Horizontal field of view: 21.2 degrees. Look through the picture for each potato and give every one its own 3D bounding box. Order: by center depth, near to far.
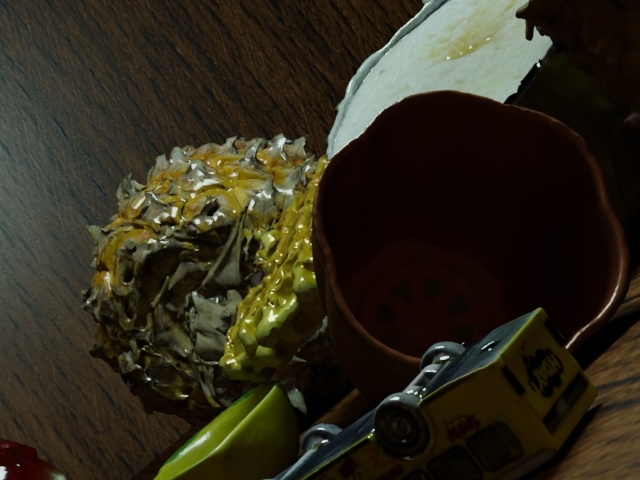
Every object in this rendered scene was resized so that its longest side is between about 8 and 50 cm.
[{"bbox_3d":[0.153,-0.077,1.291,0.246,0.196,0.299,-12,37,45],"label":"potato"}]

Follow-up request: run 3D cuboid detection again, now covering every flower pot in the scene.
[{"bbox_3d":[0.078,0.024,1.070,0.190,0.190,0.173,-39,-11,-18],"label":"flower pot"}]

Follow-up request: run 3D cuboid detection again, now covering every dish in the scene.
[{"bbox_3d":[-0.071,0.195,1.473,0.149,0.080,0.207,-38,2,1],"label":"dish"}]

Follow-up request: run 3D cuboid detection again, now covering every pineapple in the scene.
[{"bbox_3d":[-0.086,0.047,1.875,0.352,0.352,0.300,-39,8,11],"label":"pineapple"}]

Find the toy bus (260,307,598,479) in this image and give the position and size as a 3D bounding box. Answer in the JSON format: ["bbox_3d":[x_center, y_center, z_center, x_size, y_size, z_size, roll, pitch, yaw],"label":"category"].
[{"bbox_3d":[0.039,0.117,0.903,0.226,0.074,0.081,-38,2,34],"label":"toy bus"}]

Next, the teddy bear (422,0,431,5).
[{"bbox_3d":[0.117,-0.112,1.658,0.362,0.327,0.375,6,15,36],"label":"teddy bear"}]

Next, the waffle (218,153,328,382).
[{"bbox_3d":[0.001,0.001,1.538,0.309,0.065,0.283,-55,10,-15],"label":"waffle"}]

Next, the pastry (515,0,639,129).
[{"bbox_3d":[0.267,-0.219,1.082,0.292,0.337,0.405,-20,39,25],"label":"pastry"}]

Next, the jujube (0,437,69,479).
[{"bbox_3d":[-0.364,0.325,1.507,0.377,0.258,0.258,-34,1,6],"label":"jujube"}]
